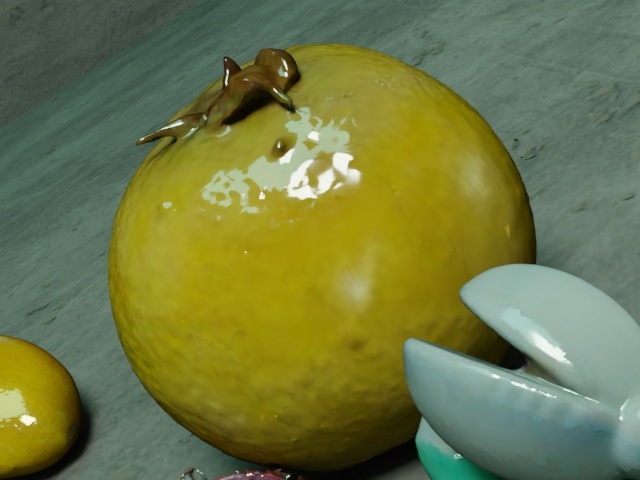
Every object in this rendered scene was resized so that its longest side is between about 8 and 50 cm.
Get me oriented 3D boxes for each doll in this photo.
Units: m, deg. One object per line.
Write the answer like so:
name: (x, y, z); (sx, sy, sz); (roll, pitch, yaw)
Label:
doll: (0.163, 0.097, 0.447); (0.258, 0.195, 0.153); (19, 86, 27)

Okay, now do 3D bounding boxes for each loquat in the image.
loquat: (0.000, 0.000, 0.639); (0.275, 0.274, 0.275); (-25, 26, 13)

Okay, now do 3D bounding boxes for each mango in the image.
mango: (-0.290, 0.150, 0.870); (0.219, 0.112, 0.145); (4, 40, 33)

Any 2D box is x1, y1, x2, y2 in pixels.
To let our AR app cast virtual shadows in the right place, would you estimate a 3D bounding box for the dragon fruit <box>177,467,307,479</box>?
dragon fruit: (-0.043, 0.189, 0.568); (0.126, 0.068, 0.112); (1, 32, 32)
